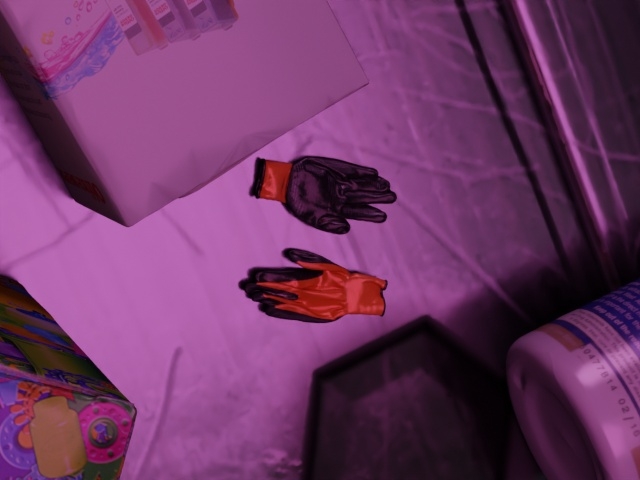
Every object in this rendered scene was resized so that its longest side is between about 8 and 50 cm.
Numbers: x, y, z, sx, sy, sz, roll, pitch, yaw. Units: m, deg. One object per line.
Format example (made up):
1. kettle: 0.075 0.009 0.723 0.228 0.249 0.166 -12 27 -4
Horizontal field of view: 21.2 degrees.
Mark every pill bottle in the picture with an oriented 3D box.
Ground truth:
1. pill bottle: 0.200 0.063 0.874 0.186 0.112 0.112 -25 104 -13

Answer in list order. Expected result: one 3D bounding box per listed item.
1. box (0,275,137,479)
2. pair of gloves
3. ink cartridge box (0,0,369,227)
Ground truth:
1. box: -0.252 0.082 0.640 0.290 0.279 0.177 15 93 -19
2. pair of gloves: 0.000 0.000 0.854 0.074 0.010 0.083 5 92 -17
3. ink cartridge box: -0.086 -0.114 0.750 0.127 0.128 0.176 -31 106 -13
